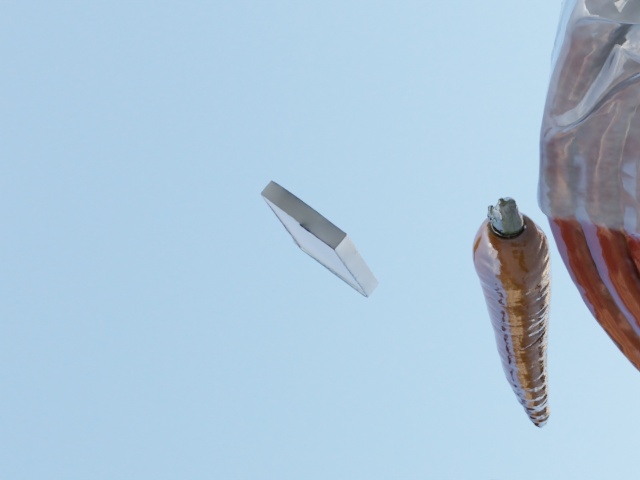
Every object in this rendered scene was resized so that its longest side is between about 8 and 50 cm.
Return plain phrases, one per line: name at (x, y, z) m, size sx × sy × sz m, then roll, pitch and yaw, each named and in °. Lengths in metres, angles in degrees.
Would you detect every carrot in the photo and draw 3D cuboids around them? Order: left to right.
carrot at (0.187, 0.077, 1.124) m, size 0.069 × 0.069 × 0.336 m, roll -47°, pitch -37°, yaw -26°

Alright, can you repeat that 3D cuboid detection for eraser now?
eraser at (0.000, 0.000, 1.227) m, size 0.023 × 0.104 × 0.150 m, roll -50°, pitch -25°, yaw -8°

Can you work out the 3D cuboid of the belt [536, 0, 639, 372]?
belt at (0.199, -0.019, 0.373) m, size 0.324 × 0.227 × 0.115 m, roll 32°, pitch -131°, yaw -18°
